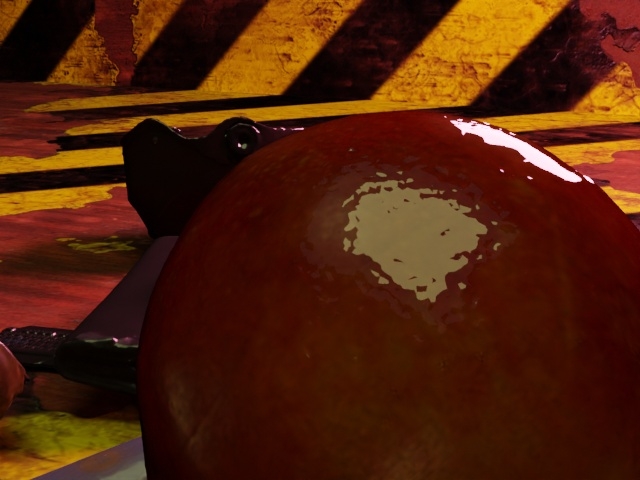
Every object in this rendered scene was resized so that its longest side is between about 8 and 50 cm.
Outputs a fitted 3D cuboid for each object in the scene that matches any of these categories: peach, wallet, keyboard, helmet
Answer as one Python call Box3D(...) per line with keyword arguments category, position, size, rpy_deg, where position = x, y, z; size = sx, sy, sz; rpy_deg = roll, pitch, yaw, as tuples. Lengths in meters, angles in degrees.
Box3D(category="peach", position=(0.053, 0.087, 0.897), size=(0.388, 0.388, 0.388), rpy_deg=(-2, 15, 0))
Box3D(category="wallet", position=(-0.126, 0.082, 1.506), size=(0.228, 0.062, 0.406), rpy_deg=(12, 15, 3))
Box3D(category="keyboard", position=(-0.261, 0.124, 1.512), size=(0.262, 0.016, 0.106), rpy_deg=(5, 16, 23))
Box3D(category="helmet", position=(-0.136, -0.077, 1.933), size=(0.305, 0.177, 0.225), rpy_deg=(2, -5, 6))

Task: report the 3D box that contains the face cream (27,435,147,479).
Box3D(category="face cream", position=(-0.166, 0.207, 1.070), size=(0.385, 0.086, 0.135), rpy_deg=(-16, 20, -29))

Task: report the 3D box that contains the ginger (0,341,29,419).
Box3D(category="ginger", position=(-0.425, 0.121, 1.217), size=(0.223, 0.269, 0.200), rpy_deg=(-53, 18, -22))
